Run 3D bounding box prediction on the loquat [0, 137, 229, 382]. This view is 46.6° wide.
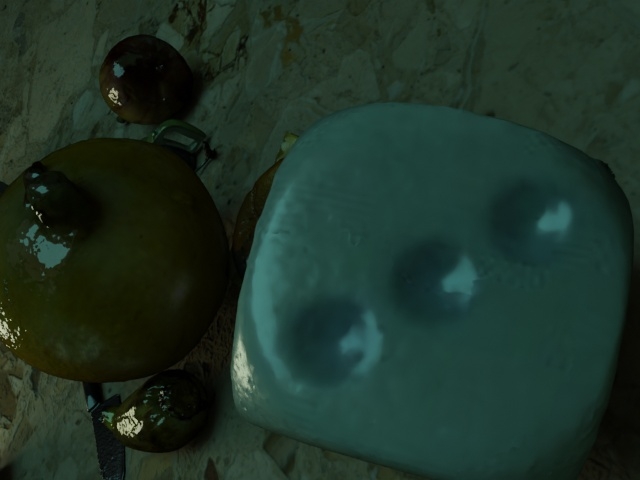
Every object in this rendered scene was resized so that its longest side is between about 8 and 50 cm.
[{"bbox_3d":[-0.279,0.013,0.957,0.328,0.359,0.328,-2,63,3],"label":"loquat"}]

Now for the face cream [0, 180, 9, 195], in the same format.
[{"bbox_3d":[-0.689,0.001,1.448,0.137,0.234,0.420,-38,50,20],"label":"face cream"}]

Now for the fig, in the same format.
[{"bbox_3d":[-0.329,-0.255,1.333,0.231,0.160,0.143,-52,48,39],"label":"fig"}]

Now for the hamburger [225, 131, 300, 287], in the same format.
[{"bbox_3d":[0.000,0.000,0.890,0.243,0.138,0.262,32,90,48],"label":"hamburger"}]

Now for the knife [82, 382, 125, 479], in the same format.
[{"bbox_3d":[-0.325,0.270,1.126,0.060,0.028,0.230,-33,50,8],"label":"knife"}]

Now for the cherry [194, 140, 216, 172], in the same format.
[{"bbox_3d":[-0.250,-0.069,1.176,0.090,0.107,0.226,23,82,43],"label":"cherry"}]

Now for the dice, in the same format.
[{"bbox_3d":[0.090,0.057,0.626,0.268,0.265,0.263,14,78,10],"label":"dice"}]

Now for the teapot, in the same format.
[{"bbox_3d":[-0.263,-0.145,1.238,0.092,0.090,0.124,21,84,44],"label":"teapot"}]

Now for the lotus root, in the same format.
[{"bbox_3d":[-0.229,0.237,1.011,0.190,0.094,0.108,-26,31,40],"label":"lotus root"}]
